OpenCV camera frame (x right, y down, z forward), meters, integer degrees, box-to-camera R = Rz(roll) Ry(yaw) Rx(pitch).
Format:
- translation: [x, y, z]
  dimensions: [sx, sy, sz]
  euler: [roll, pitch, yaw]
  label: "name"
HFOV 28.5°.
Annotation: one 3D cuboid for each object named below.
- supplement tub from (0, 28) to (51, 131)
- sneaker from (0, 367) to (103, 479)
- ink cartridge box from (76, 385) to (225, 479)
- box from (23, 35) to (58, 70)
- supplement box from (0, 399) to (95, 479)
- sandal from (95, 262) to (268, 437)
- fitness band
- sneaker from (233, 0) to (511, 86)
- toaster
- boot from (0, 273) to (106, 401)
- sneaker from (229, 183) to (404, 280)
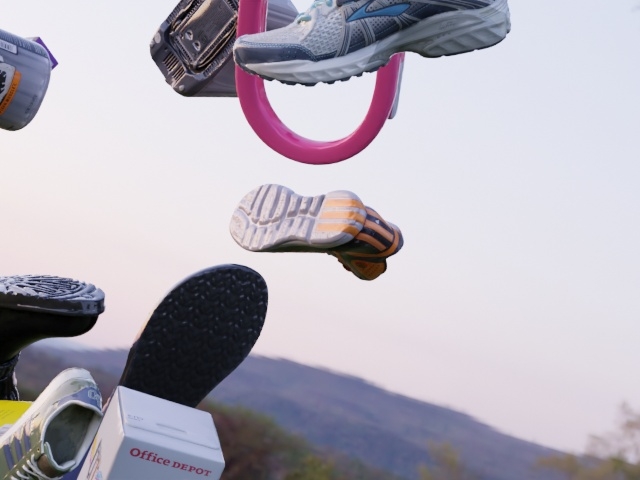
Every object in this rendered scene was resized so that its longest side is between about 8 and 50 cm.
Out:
- translation: [-0.430, -0.211, 1.508]
  dimensions: [0.190, 0.117, 0.117]
  euler: [18, -7, -39]
  label: "supplement tub"
- translation: [-0.294, 0.225, 1.317]
  dimensions: [0.064, 0.192, 0.086]
  euler: [39, -4, -29]
  label: "sneaker"
- translation: [-0.208, 0.287, 1.486]
  dimensions: [0.128, 0.176, 0.127]
  euler: [20, 16, -20]
  label: "ink cartridge box"
- translation: [-0.550, -0.190, 1.873]
  dimensions: [0.200, 0.293, 0.057]
  euler: [4, -44, 45]
  label: "box"
- translation: [-0.491, 0.348, 1.757]
  dimensions: [0.356, 0.194, 0.195]
  euler: [-1, 18, 30]
  label: "supplement box"
- translation: [-0.249, 0.210, 2.004]
  dimensions: [0.167, 0.446, 0.107]
  euler: [33, 7, -21]
  label: "sandal"
- translation: [-0.002, -0.234, 1.548]
  dimensions: [0.209, 0.291, 0.054]
  euler: [10, 23, 12]
  label: "fitness band"
- translation: [0.045, -0.237, 1.256]
  dimensions: [0.283, 0.122, 0.110]
  euler: [-15, 23, -7]
  label: "sneaker"
- translation: [-0.127, -0.303, 1.822]
  dimensions: [0.129, 0.227, 0.146]
  euler: [53, 26, 21]
  label: "toaster"
- translation: [-0.483, 0.189, 1.959]
  dimensions: [0.347, 0.260, 0.131]
  euler: [0, 12, 20]
  label: "boot"
- translation: [0.000, 0.000, 2.043]
  dimensions: [0.321, 0.125, 0.180]
  euler: [9, -18, 48]
  label: "sneaker"
